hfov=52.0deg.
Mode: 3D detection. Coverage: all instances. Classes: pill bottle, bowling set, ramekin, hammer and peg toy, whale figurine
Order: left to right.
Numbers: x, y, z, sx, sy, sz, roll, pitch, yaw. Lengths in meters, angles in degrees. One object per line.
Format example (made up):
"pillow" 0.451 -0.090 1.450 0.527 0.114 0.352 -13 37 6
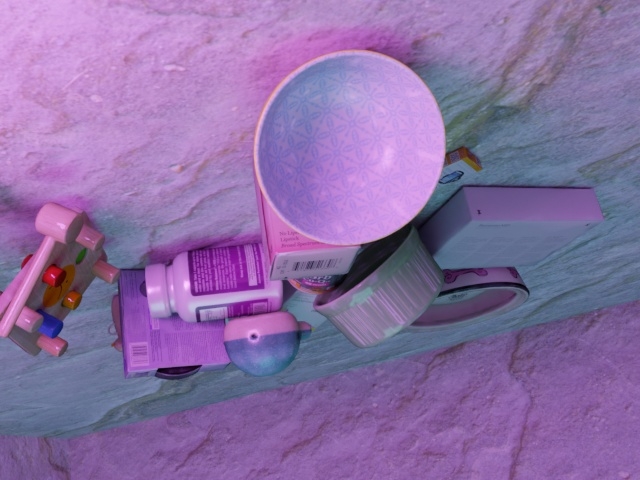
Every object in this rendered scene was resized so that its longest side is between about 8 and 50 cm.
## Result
"hammer and peg toy" -0.515 0.068 1.220 0.127 0.266 0.361 28 157 6
"bowling set" -0.454 0.252 1.816 0.286 0.154 0.200 2 154 -27
"pill bottle" -0.246 0.101 1.526 0.301 0.169 0.169 -6 157 -10
"whale figurine" -0.123 0.248 1.553 0.216 0.141 0.272 -9 169 5
"pill bottle" 0.000 0.000 1.399 0.162 0.162 0.278 -7 157 -8
"ramekin" 0.144 0.113 1.540 0.303 0.148 0.303 -39 -173 5

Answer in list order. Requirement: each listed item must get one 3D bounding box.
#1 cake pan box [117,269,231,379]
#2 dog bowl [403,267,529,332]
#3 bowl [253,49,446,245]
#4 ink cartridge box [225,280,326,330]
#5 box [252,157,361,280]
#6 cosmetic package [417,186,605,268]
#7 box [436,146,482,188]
"cake pan box" -0.355 0.199 1.586 0.245 0.267 0.070 -2 154 -25
"dog bowl" 0.388 0.139 1.917 0.407 0.151 0.408 -8 157 -3
"bowl" 0.031 -0.150 1.018 0.289 0.290 0.156 -5 -161 -12
"ink cartridge box" -0.106 0.192 1.764 0.207 0.119 0.353 12 135 -43
"box" -0.030 -0.062 1.143 0.148 0.233 0.127 -5 157 -12
"cosmetic package" 0.449 -0.025 1.617 0.377 0.098 0.284 -1 158 -22
"box" 0.253 -0.142 1.347 0.136 0.028 0.081 -21 155 30
